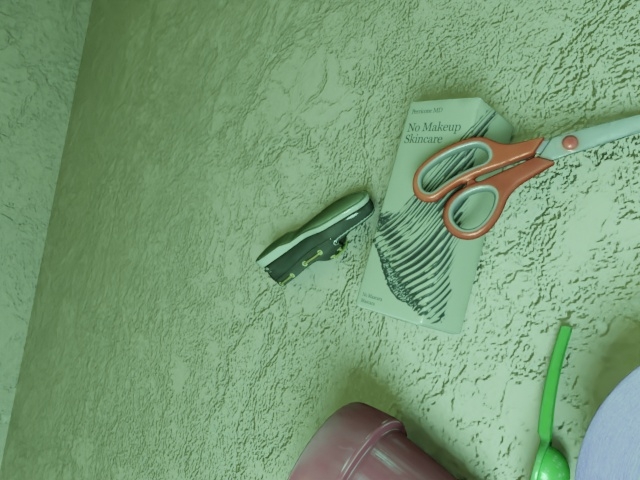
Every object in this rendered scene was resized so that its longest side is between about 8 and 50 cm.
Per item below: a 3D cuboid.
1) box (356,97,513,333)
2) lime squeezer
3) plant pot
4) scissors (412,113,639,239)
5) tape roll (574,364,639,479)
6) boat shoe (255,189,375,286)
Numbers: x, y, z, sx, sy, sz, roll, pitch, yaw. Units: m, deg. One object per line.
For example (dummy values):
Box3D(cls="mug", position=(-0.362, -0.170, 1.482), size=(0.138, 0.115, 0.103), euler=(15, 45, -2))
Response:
Box3D(cls="box", position=(0.143, -0.031, 0.672), size=(0.113, 0.094, 0.276), euler=(9, 83, 47))
Box3D(cls="lime squeezer", position=(0.239, 0.238, 0.499), size=(0.110, 0.058, 0.311), euler=(-35, 52, 34))
Box3D(cls="plant pot", position=(0.077, 0.301, 0.561), size=(0.180, 0.201, 0.202), euler=(19, 90, 33))
Box3D(cls="scissors", position=(0.242, -0.105, 0.569), size=(0.297, 0.021, 0.109), euler=(-31, 69, 14))
Box3D(cls="tape roll", position=(0.330, 0.202, 0.364), size=(0.274, 0.090, 0.275), euler=(-16, 63, 34))
Box3D(cls="boat shoe", position=(0.000, 0.000, 0.837), size=(0.227, 0.069, 0.081), euler=(-30, 15, 31))
